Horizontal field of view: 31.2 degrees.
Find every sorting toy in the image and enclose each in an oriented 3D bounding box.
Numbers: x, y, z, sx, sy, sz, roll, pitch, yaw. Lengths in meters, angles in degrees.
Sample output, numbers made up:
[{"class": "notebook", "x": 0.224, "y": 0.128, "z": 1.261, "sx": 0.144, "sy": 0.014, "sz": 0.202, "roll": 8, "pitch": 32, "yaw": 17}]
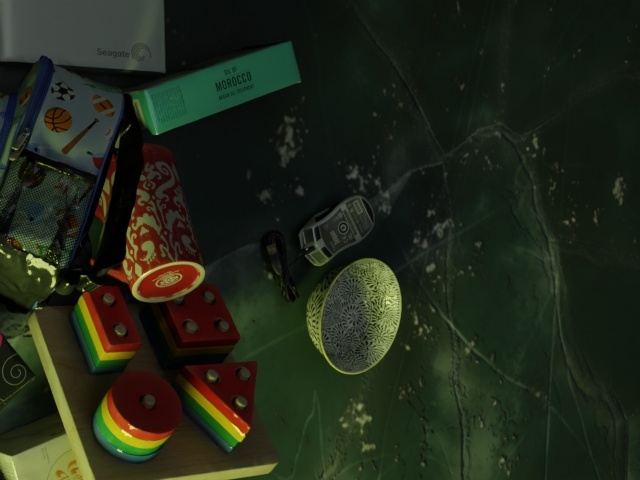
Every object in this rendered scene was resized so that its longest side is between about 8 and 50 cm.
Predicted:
[{"class": "sorting toy", "x": -0.188, "y": 0.165, "z": 1.393, "sx": 0.257, "sy": 0.089, "sz": 0.255, "roll": 1, "pitch": 49, "yaw": -40}]

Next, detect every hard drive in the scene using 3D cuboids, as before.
[{"class": "hard drive", "x": -0.301, "y": -0.387, "z": 1.411, "sx": 0.233, "sy": 0.047, "sz": 0.353, "roll": -3, "pitch": 93, "yaw": -40}]

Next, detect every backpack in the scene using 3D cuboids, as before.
[{"class": "backpack", "x": -0.325, "y": -0.069, "z": 1.280, "sx": 0.213, "sy": 0.276, "sz": 0.263, "roll": 31, "pitch": 68, "yaw": -22}]

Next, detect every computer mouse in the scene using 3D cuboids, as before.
[{"class": "computer mouse", "x": 0.000, "y": 0.000, "z": 1.673, "sx": 0.193, "sy": 0.042, "sz": 0.106, "roll": -33, "pitch": 107, "yaw": -28}]

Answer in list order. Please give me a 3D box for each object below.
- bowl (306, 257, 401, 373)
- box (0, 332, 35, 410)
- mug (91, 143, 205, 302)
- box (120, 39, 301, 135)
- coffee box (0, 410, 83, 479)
[{"class": "bowl", "x": 0.033, "y": 0.102, "z": 1.669, "sx": 0.170, "sy": 0.080, "sz": 0.170, "roll": -12, "pitch": 108, "yaw": -42}, {"class": "box", "x": -0.461, "y": 0.105, "z": 1.226, "sx": 0.163, "sy": 0.142, "sz": 0.247, "roll": -46, "pitch": 117, "yaw": -28}, {"class": "mug", "x": -0.220, "y": -0.008, "z": 1.410, "sx": 0.113, "sy": 0.150, "sz": 0.169, "roll": 15, "pitch": 44, "yaw": -49}, {"class": "box", "x": -0.151, "y": -0.200, "z": 1.505, "sx": 0.244, "sy": 0.100, "sz": 0.060, "roll": -26, "pitch": 108, "yaw": -36}, {"class": "coffee box", "x": -0.303, "y": 0.341, "z": 1.388, "sx": 0.141, "sy": 0.098, "sz": 0.247, "roll": -19, "pitch": 102, "yaw": -38}]
